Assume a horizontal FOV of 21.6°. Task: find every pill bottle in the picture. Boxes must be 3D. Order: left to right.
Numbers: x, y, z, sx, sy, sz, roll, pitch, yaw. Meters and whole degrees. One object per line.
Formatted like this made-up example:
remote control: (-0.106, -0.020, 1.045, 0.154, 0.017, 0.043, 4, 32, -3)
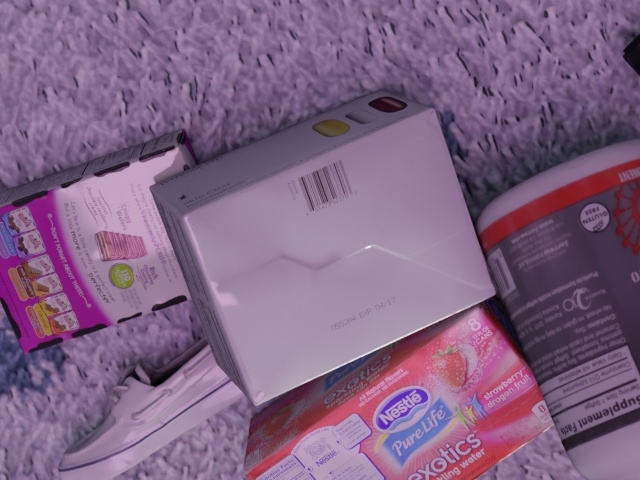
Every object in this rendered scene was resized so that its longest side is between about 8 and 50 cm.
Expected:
pill bottle: (0.306, 0.103, 1.597, 0.210, 0.210, 0.363, -23, 79, 8)

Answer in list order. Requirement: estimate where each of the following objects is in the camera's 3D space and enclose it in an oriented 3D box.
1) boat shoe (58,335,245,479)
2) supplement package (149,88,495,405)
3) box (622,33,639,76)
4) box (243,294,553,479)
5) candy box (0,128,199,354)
boat shoe: (-0.176, 0.166, 1.764, 0.258, 0.095, 0.084, -33, 102, 0)
supplement package: (0.000, 0.000, 1.628, 0.262, 0.145, 0.204, -24, 109, -13)
box: (0.483, -0.169, 1.556, 0.293, 0.073, 0.295, -44, 63, 16)
box: (0.082, 0.181, 1.730, 0.300, 0.142, 0.154, -37, 105, 12)
candy box: (-0.219, 0.001, 1.708, 0.233, 0.071, 0.159, -18, 108, 7)
